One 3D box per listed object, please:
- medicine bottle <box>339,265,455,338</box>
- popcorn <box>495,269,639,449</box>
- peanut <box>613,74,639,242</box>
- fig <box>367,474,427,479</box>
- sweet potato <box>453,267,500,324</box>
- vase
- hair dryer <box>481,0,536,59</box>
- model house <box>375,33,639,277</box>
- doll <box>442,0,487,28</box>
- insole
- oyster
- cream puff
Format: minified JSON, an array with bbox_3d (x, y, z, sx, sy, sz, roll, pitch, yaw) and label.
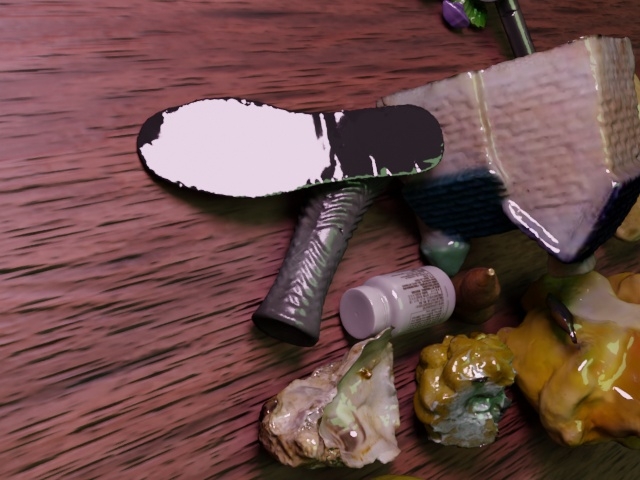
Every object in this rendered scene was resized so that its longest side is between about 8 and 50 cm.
[{"bbox_3d":[0.095,0.079,0.948,0.140,0.079,0.079,-10,85,-40],"label":"medicine bottle"},{"bbox_3d":[0.408,0.180,1.084,0.316,0.280,0.297,35,54,20],"label":"popcorn"},{"bbox_3d":[0.500,-0.147,1.307,0.147,0.147,0.305,4,78,-39],"label":"peanut"},{"bbox_3d":[0.067,0.338,0.798,0.191,0.181,0.180,-16,90,-16],"label":"fig"},{"bbox_3d":[0.197,0.070,0.989,0.218,0.065,0.051,69,27,-70],"label":"sweet potato"},{"bbox_3d":[0.000,0.000,0.881,0.115,0.115,0.237,36,61,-27],"label":"vase"},{"bbox_3d":[0.311,-0.351,1.231,0.248,0.078,0.195,67,26,-15],"label":"hair dryer"},{"bbox_3d":[0.252,-0.090,0.985,0.243,0.299,0.284,-13,92,-54],"label":"model house"},{"bbox_3d":[0.200,-0.389,1.177,0.190,0.050,0.115,34,50,-37],"label":"doll"},{"bbox_3d":[-0.025,-0.107,0.852,0.349,0.009,0.118,-5,77,-16],"label":"insole"},{"bbox_3d":[0.016,0.187,0.851,0.233,0.107,0.161,-15,97,-56],"label":"oyster"},{"bbox_3d":[0.180,0.182,0.977,0.121,0.156,0.156,6,69,6],"label":"cream puff"}]
